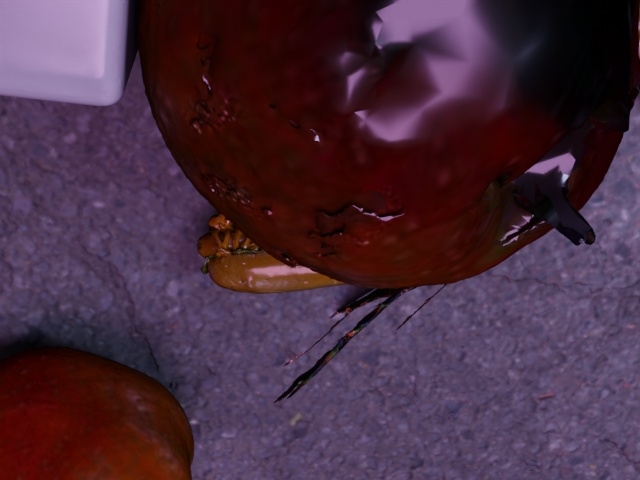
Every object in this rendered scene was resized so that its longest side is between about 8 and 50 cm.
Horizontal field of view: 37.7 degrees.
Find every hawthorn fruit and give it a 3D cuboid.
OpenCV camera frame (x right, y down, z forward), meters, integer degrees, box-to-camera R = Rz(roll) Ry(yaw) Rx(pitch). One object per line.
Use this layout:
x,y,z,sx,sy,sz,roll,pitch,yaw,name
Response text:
-0.212,0.166,0.718,0.225,0.196,0.196,38,107,-11,hawthorn fruit
0.036,-0.124,0.533,0.316,0.316,0.316,-2,116,-5,hawthorn fruit

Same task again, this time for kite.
0.045,0.048,0.695,0.006,0.244,0.198,57,143,-5,kite

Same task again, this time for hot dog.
0.000,0.000,0.715,0.188,0.072,0.055,-8,137,-2,hot dog

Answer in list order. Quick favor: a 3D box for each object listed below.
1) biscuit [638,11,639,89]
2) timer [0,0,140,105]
0.347,-0.210,0.667,0.305,0.038,0.305,-2,116,-4,biscuit
-0.196,-0.200,0.530,0.195,0.192,0.194,6,115,-9,timer
